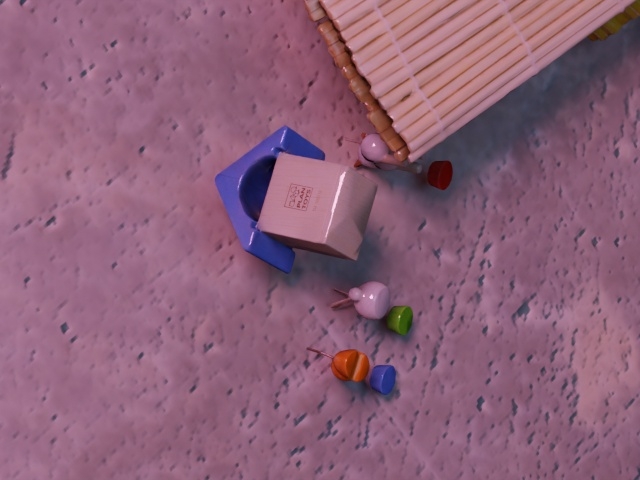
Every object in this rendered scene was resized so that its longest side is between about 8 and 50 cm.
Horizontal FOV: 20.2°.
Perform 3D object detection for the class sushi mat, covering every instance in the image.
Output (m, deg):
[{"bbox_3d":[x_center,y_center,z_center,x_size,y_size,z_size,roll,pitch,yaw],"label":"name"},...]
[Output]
[{"bbox_3d":[0.115,-0.179,0.890,0.316,0.019,0.151,-36,105,-27],"label":"sushi mat"}]

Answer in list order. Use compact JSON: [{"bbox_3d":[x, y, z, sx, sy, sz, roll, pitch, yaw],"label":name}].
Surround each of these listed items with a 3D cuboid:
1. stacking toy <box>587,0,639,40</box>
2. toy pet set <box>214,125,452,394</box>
[{"bbox_3d":[0.142,-0.241,0.951,0.167,0.052,0.221,38,70,-22],"label":"stacking toy"},{"bbox_3d":[0.000,0.000,0.870,0.114,0.065,0.122,30,74,-59],"label":"toy pet set"}]
